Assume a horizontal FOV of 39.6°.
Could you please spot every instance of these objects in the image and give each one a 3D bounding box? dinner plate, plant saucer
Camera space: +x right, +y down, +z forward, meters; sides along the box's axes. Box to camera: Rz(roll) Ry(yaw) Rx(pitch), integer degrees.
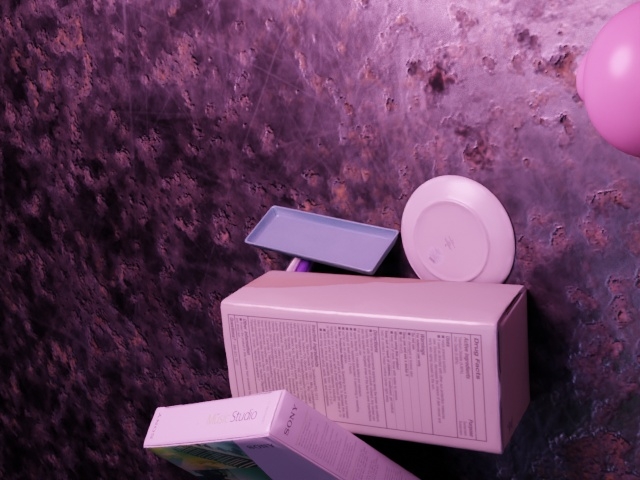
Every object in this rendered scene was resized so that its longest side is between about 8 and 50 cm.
[{"bbox_3d":[0.144,0.000,0.967,0.141,0.017,0.141,15,114,37],"label":"dinner plate"},{"bbox_3d":[0.000,0.000,1.058,0.192,0.067,0.018,13,143,35],"label":"plant saucer"}]

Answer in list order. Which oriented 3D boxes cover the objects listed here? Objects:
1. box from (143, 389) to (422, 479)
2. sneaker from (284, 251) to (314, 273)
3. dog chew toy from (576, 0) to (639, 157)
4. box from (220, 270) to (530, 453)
[{"bbox_3d":[-0.013,0.277,1.021,0.322,0.058,0.232,39,144,-28],"label":"box"},{"bbox_3d":[-0.013,0.092,1.107,0.071,0.068,0.170,4,108,13],"label":"sneaker"},{"bbox_3d":[0.346,-0.115,0.654,0.332,0.206,0.207,12,111,45],"label":"dog chew toy"},{"bbox_3d":[0.060,0.122,0.963,0.311,0.121,0.148,4,107,25],"label":"box"}]
